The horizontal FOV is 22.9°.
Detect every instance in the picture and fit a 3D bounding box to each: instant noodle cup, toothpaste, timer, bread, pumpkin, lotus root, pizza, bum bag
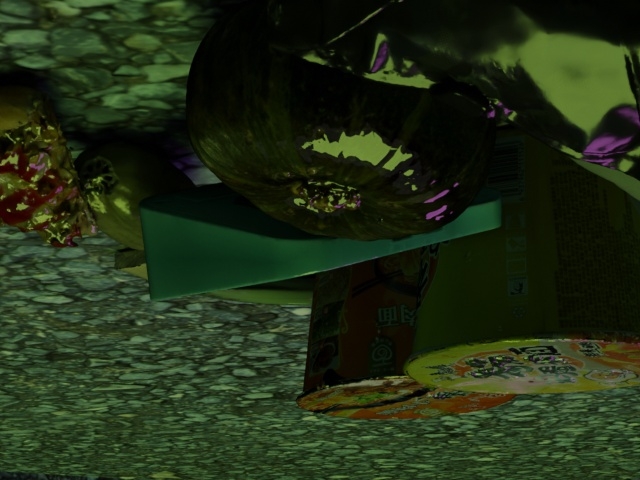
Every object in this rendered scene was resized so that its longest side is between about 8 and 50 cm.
[{"bbox_3d":[0.087,0.081,1.661,0.230,0.182,0.230,-1,164,0],"label":"instant noodle cup"},{"bbox_3d":[-0.031,0.051,1.751,0.268,0.047,0.069,-1,-154,-30],"label":"toothpaste"},{"bbox_3d":[0.000,0.000,1.314,0.232,0.091,0.250,-12,-168,-36],"label":"timer"},{"bbox_3d":[-0.147,0.019,1.711,0.154,0.028,0.068,-11,162,33],"label":"bread"},{"bbox_3d":[0.016,-0.090,1.106,0.224,0.157,0.223,15,157,7],"label":"pumpkin"},{"bbox_3d":[-0.157,-0.035,1.422,0.090,0.077,0.183,0,161,27],"label":"lotus root"},{"bbox_3d":[-0.255,-0.046,1.305,0.188,0.062,0.199,-11,139,38],"label":"pizza"},{"bbox_3d":[0.117,-0.126,0.956,0.310,0.074,0.137,20,126,-1],"label":"bum bag"},{"bbox_3d":[0.199,0.022,1.428,0.264,0.200,0.264,-1,164,0],"label":"instant noodle cup"}]

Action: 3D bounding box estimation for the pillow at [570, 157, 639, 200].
[{"bbox_3d":[0.275,-0.100,1.069,0.312,0.119,0.310,30,153,-12],"label":"pillow"}]
